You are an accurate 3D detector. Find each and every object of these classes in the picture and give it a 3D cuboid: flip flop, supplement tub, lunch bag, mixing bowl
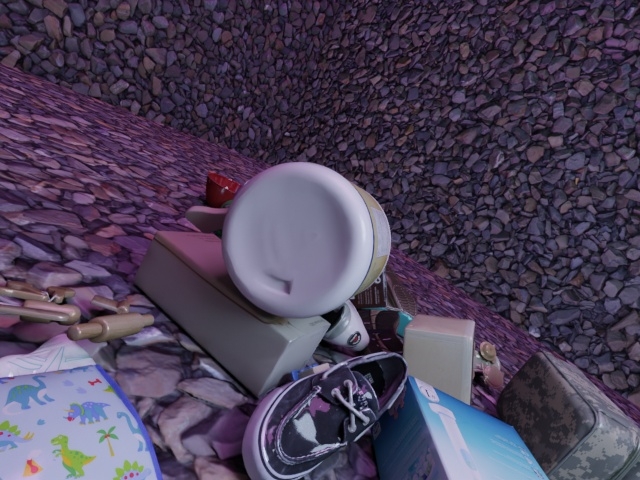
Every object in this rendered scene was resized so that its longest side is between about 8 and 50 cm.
[{"bbox_3d":[0.140,0.235,0.946,0.112,0.080,0.277,2,18,-1],"label":"flip flop"},{"bbox_3d":[0.000,0.000,0.705,0.228,0.228,0.316,33,9,14],"label":"supplement tub"},{"bbox_3d":[0.558,0.420,0.844,0.256,0.212,0.305,29,13,0],"label":"lunch bag"},{"bbox_3d":[-0.217,0.180,0.322,0.151,0.096,0.129,26,8,32],"label":"lunch bag"},{"bbox_3d":[-0.321,-0.146,1.384,0.181,0.098,0.181,27,12,-6],"label":"mixing bowl"}]

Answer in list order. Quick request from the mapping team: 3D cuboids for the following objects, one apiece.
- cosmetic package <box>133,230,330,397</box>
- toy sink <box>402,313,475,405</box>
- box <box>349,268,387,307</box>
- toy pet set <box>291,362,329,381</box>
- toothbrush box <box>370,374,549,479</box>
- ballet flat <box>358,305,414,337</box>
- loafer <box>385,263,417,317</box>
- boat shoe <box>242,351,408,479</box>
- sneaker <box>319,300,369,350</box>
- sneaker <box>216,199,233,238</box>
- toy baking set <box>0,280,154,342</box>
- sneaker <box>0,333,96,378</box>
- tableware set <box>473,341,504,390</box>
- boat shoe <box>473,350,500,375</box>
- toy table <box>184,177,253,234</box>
[{"bbox_3d":[-0.155,0.110,0.707,0.309,0.113,0.160,33,12,20],"label":"cosmetic package"},{"bbox_3d":[0.228,0.279,0.795,0.131,0.234,0.153,2,3,23],"label":"toy sink"},{"bbox_3d":[0.096,0.079,1.130,0.167,0.168,0.203,-4,11,7],"label":"box"},{"bbox_3d":[-0.012,0.255,0.626,0.122,0.065,0.114,4,60,-49],"label":"toy pet set"},{"bbox_3d":[0.206,0.349,0.531,0.216,0.126,0.295,28,11,-9],"label":"toothbrush box"},{"bbox_3d":[0.205,0.220,1.182,0.213,0.072,0.068,28,8,-4],"label":"ballet flat"},{"bbox_3d":[0.239,0.183,1.374,0.102,0.092,0.268,17,33,-31],"label":"loafer"},{"bbox_3d":[0.029,0.224,0.552,0.301,0.102,0.108,-4,67,-52],"label":"boat shoe"},{"bbox_3d":[0.002,0.151,0.947,0.146,0.122,0.330,43,2,-32],"label":"sneaker"},{"bbox_3d":[-0.242,-0.055,1.174,0.123,0.109,0.295,25,13,-37],"label":"sneaker"},{"bbox_3d":[-0.328,0.086,0.483,0.196,0.030,0.256,13,-5,1],"label":"toy baking set"},{"bbox_3d":[-0.289,0.143,0.407,0.061,0.054,0.152,33,12,3],"label":"sneaker"},{"bbox_3d":[0.443,0.335,1.133,0.168,0.020,0.141,20,55,-11],"label":"tableware set"},{"bbox_3d":[0.401,0.342,1.180,0.233,0.084,0.079,21,-25,-7],"label":"boat shoe"},{"bbox_3d":[-0.169,-0.020,0.930,0.252,0.161,0.274,49,24,-11],"label":"toy table"}]
